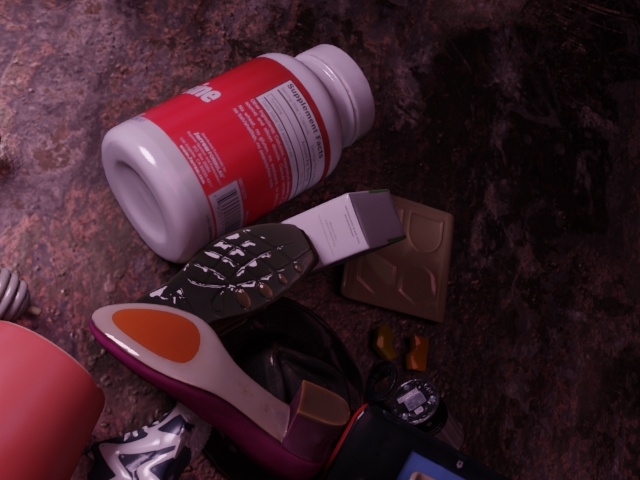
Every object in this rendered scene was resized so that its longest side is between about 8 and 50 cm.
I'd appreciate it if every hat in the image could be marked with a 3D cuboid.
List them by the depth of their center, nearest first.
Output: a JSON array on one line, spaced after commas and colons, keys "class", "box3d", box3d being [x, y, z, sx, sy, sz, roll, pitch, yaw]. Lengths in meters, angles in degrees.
[{"class": "hat", "box3d": [-0.050, 0.239, 1.222, 0.331, 0.134, 0.332, 6, 76, -23]}]

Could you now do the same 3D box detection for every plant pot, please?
[{"class": "plant pot", "box3d": [-0.422, 0.254, 0.989, 0.275, 0.275, 0.243, 39, 55, -11]}]

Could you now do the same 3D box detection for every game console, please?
[{"class": "game console", "box3d": [0.141, 0.486, 1.229, 0.386, 0.060, 0.342, 31, 87, -15]}]

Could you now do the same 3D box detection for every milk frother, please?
[{"class": "milk frother", "box3d": [0.158, 0.286, 1.330, 0.143, 0.129, 0.135, -96, 160, -45]}]

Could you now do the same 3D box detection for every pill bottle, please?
[{"class": "pill bottle", "box3d": [-0.116, -0.155, 1.236, 0.407, 0.229, 0.229, -33, 92, -28]}]

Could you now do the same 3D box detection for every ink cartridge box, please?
[{"class": "ink cartridge box", "box3d": [0.000, 0.000, 1.232, 0.160, 0.219, 0.093, -13, 81, -62]}]

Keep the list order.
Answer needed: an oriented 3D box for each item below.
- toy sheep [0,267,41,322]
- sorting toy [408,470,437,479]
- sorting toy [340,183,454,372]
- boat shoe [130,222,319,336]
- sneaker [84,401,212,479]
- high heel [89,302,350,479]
[{"class": "toy sheep", "box3d": [-0.460, 0.080, 1.104, 0.132, 0.091, 0.091, 28, 66, -31]}, {"class": "sorting toy", "box3d": [0.188, 0.483, 1.201, 0.208, 0.038, 0.193, 29, 82, -15]}, {"class": "sorting toy", "box3d": [0.134, 0.071, 1.404, 0.229, 0.041, 0.307, 18, 70, -24]}, {"class": "boat shoe", "box3d": [-0.153, 0.080, 1.162, 0.323, 0.120, 0.123, -28, 76, 5]}, {"class": "sneaker", "box3d": [-0.257, 0.291, 1.120, 0.153, 0.094, 0.235, 10, 58, 17]}, {"class": "high heel", "box3d": [-0.157, 0.225, 1.075, 0.377, 0.181, 0.127, 28, 35, -1]}]
